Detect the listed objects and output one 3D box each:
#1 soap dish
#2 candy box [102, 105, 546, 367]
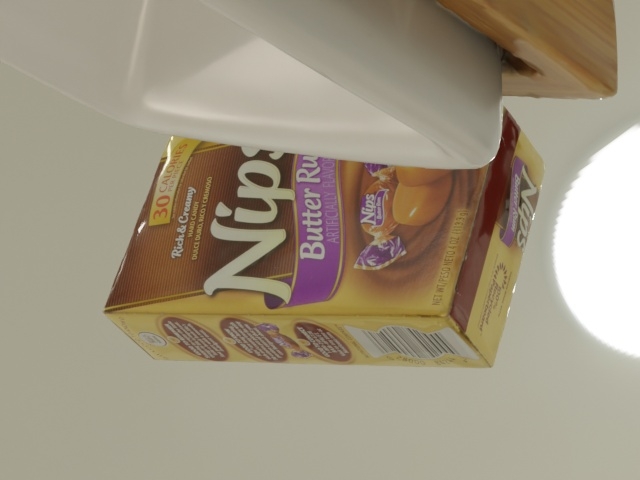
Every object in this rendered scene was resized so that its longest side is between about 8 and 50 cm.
[{"bbox_3d":[-0.081,-0.130,0.487,0.291,0.229,0.118,30,-101,-35],"label":"soap dish"},{"bbox_3d":[0.000,0.000,0.824,0.187,0.109,0.053,-3,-33,34],"label":"candy box"}]
